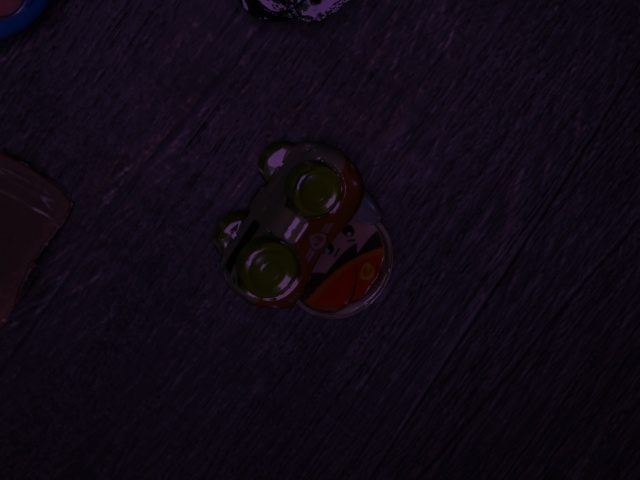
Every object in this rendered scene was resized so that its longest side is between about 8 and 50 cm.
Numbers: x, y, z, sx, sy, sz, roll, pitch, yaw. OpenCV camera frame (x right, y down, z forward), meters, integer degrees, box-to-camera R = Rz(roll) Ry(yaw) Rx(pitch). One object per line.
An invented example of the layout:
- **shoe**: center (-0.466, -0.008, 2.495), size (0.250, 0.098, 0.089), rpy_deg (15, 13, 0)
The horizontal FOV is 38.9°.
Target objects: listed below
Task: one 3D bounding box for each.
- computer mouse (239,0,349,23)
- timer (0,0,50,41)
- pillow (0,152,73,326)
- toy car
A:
- **computer mouse**: center (-0.003, -0.359, 1.125), size (0.241, 0.077, 0.146), rpy_deg (-37, 100, 0)
- **timer**: center (-0.413, -0.401, 1.000), size (0.309, 0.115, 0.340), rpy_deg (15, 113, -45)
- **pillow**: center (-0.406, -0.004, 1.134), size (0.135, 0.034, 0.211), rpy_deg (33, 64, -18)
- **toy car**: center (0.000, 0.000, 1.173), size (0.235, 0.145, 0.235), rpy_deg (-7, 111, -19)
